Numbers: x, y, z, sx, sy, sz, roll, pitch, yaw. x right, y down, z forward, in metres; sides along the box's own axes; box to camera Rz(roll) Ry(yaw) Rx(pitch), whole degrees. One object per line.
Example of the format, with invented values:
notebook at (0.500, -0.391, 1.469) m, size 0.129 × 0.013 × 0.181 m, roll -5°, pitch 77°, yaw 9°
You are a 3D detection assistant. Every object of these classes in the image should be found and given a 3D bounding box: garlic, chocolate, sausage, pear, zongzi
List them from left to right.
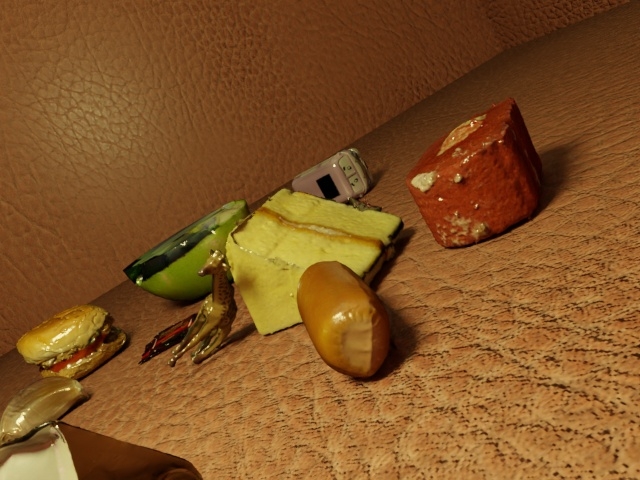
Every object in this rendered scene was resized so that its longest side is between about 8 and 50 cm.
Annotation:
garlic at (-0.588, 0.357, 1.246) m, size 0.128 × 0.091 × 0.198 m, roll -2°, pitch 24°, yaw 42°
chocolate at (-0.321, 0.210, 1.337) m, size 0.182 × 0.028 × 0.086 m, roll -30°, pitch 19°, yaw 7°
pear at (-0.324, 0.050, 1.665) m, size 0.398 × 0.165 × 0.399 m, roll -29°, pitch 12°, yaw 7°
sausage at (0.024, 0.091, 0.785) m, size 0.105 × 0.105 × 0.274 m, roll -31°, pitch 12°, yaw -3°
zongzi at (0.091, -0.072, 1.386) m, size 0.067 × 0.073 × 0.083 m, roll -49°, pitch 10°, yaw 3°

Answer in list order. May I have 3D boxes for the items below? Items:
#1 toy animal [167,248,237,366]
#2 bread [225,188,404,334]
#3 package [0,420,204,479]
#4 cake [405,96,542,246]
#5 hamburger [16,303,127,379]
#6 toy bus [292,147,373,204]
toy animal at (-0.184, 0.116, 1.029) m, size 0.149 × 0.054 × 0.276 m, roll -19°, pitch -34°, yaw -51°
bread at (0.000, 0.000, 1.053) m, size 0.235 × 0.199 × 0.263 m, roll -14°, pitch 20°, yaw 31°
package at (-0.286, 0.322, 0.565) m, size 0.311 × 0.221 × 0.165 m, roll -26°, pitch 52°, yaw 13°
cake at (0.245, -0.108, 0.965) m, size 0.176 × 0.151 × 0.283 m, roll -19°, pitch 20°, yaw 29°
hamburger at (-0.630, 0.258, 1.557) m, size 0.244 × 0.163 × 0.244 m, roll -29°, pitch 10°, yaw 5°
toy bus at (0.037, -0.164, 1.747) m, size 0.202 × 0.142 × 0.142 m, roll -25°, pitch 7°, yaw 29°
